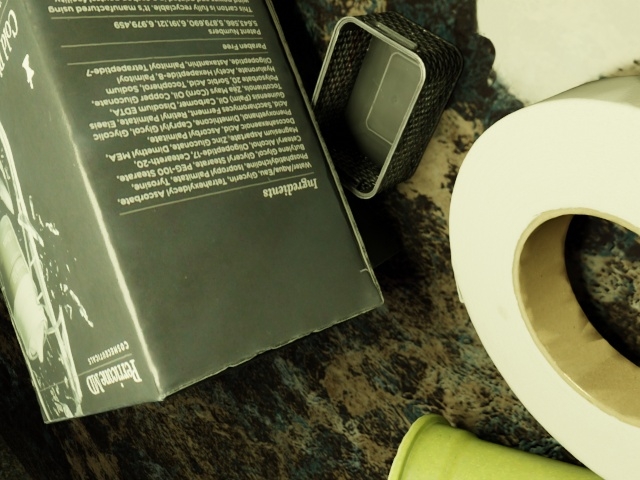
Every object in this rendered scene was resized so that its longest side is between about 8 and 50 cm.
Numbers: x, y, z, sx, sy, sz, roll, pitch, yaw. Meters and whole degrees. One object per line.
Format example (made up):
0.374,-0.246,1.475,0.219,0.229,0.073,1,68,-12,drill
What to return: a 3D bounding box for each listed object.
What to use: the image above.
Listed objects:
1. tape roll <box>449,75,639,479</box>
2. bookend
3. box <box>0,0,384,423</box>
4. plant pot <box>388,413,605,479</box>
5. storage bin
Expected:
0.265,0.055,0.538,0.392,0.072,0.391,49,154,35,tape roll
0.000,0.000,0.846,0.157,0.072,0.156,53,135,8,bookend
-0.238,-0.050,0.802,0.480,0.298,0.471,-27,83,52,box
0.235,0.348,0.696,0.254,0.276,0.275,-3,108,30,plant pot
0.065,-0.154,0.709,0.122,0.084,0.180,39,131,22,storage bin
